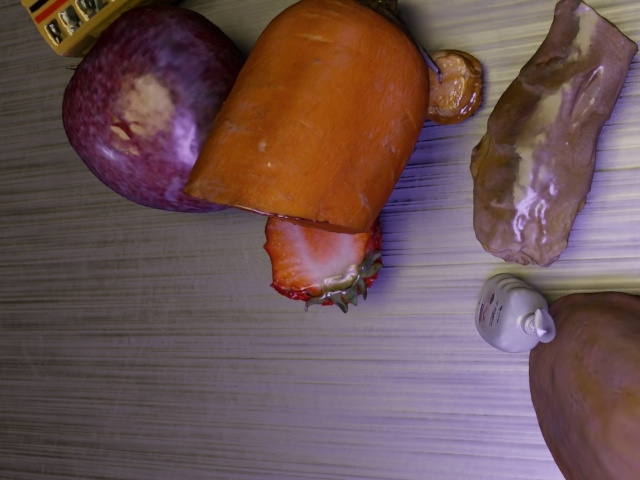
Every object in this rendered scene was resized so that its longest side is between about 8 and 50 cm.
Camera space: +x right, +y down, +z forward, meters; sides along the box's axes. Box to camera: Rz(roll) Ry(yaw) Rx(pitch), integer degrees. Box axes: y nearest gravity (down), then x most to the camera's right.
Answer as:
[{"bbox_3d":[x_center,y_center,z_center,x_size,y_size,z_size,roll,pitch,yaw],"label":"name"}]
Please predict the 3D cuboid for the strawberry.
[{"bbox_3d":[0.000,0.000,1.024,0.146,0.082,0.187,-27,62,3],"label":"strawberry"}]

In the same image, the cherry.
[{"bbox_3d":[-0.173,-0.146,1.048,0.300,0.203,0.230,38,99,8],"label":"cherry"}]

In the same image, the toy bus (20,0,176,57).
[{"bbox_3d":[-0.215,-0.359,1.112,0.335,0.121,0.123,-29,86,24],"label":"toy bus"}]

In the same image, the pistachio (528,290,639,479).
[{"bbox_3d":[0.297,0.164,0.827,0.260,0.163,0.212,32,94,47],"label":"pistachio"}]

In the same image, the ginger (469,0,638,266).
[{"bbox_3d":[0.224,-0.103,0.893,0.116,0.109,0.263,32,105,51],"label":"ginger"}]

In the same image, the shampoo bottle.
[{"bbox_3d":[0.197,0.078,0.884,0.045,0.152,0.077,15,95,-10],"label":"shampoo bottle"}]

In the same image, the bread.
[{"bbox_3d":[0.138,-0.170,0.971,0.081,0.046,0.083,-29,79,30],"label":"bread"}]

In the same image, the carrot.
[{"bbox_3d":[0.012,-0.137,0.922,0.193,0.214,0.331,9,70,37],"label":"carrot"}]
